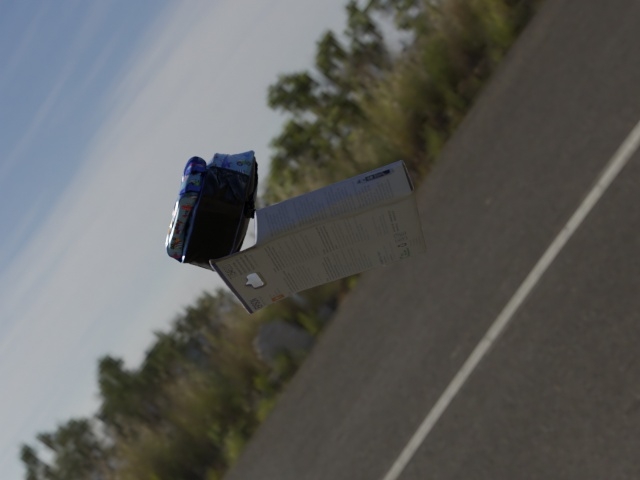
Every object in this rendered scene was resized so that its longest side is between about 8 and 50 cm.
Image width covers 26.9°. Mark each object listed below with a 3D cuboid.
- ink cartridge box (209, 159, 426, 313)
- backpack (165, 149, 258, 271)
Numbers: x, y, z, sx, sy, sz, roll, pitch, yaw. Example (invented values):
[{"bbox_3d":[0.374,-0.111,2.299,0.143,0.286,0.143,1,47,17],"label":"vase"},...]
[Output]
[{"bbox_3d":[0.000,0.000,1.462,0.224,0.045,0.223,-19,-18,1],"label":"ink cartridge box"},{"bbox_3d":[-0.154,-0.059,1.982,0.173,0.117,0.158,-83,10,-48],"label":"backpack"}]
